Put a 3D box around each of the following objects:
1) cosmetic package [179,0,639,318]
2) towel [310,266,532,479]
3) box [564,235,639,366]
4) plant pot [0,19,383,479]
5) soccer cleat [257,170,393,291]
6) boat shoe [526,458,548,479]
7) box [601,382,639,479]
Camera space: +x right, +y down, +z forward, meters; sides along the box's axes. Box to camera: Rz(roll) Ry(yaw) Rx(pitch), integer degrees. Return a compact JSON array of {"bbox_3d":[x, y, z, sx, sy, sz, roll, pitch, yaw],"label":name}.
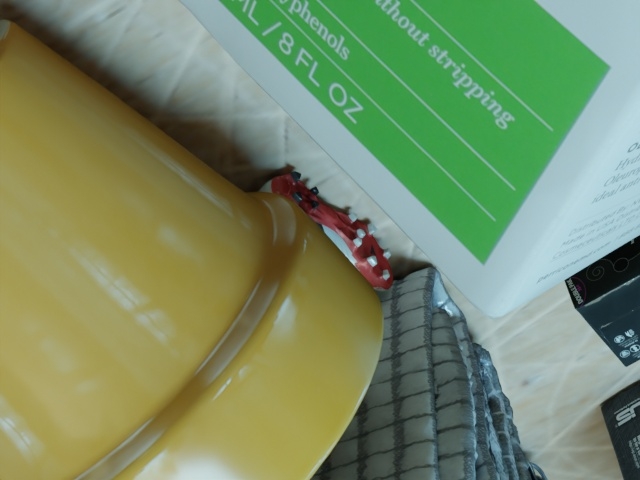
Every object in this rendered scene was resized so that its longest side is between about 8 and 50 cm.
[{"bbox_3d":[0.105,-0.179,0.460,0.155,0.197,0.365,-26,153,-41],"label":"cosmetic package"},{"bbox_3d":[-0.018,0.158,0.722,0.235,0.284,0.121,-23,117,13],"label":"towel"},{"bbox_3d":[0.143,0.002,0.750,0.062,0.083,0.052,-31,130,17],"label":"box"},{"bbox_3d":[-0.110,0.021,0.664,0.205,0.205,0.188,-33,113,19],"label":"plant pot"},{"bbox_3d":[0.000,0.000,0.763,0.035,0.029,0.083,-33,126,30],"label":"soccer cleat"},{"bbox_3d":[0.093,0.152,0.887,0.183,0.066,0.066,23,123,-27],"label":"boat shoe"},{"bbox_3d":[0.246,0.198,0.877,0.056,0.183,0.231,-32,128,18],"label":"box"}]
